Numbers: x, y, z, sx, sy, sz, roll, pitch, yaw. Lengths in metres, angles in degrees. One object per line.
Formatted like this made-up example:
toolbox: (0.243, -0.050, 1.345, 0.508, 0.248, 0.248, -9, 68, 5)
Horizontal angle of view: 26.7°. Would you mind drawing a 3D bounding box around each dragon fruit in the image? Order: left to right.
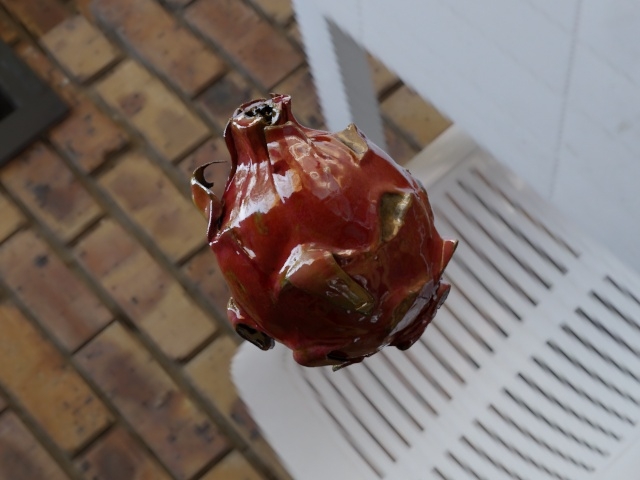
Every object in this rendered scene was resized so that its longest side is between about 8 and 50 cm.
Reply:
dragon fruit: (0.000, 0.000, 0.744, 0.166, 0.136, 0.133, 60, -160, -21)
